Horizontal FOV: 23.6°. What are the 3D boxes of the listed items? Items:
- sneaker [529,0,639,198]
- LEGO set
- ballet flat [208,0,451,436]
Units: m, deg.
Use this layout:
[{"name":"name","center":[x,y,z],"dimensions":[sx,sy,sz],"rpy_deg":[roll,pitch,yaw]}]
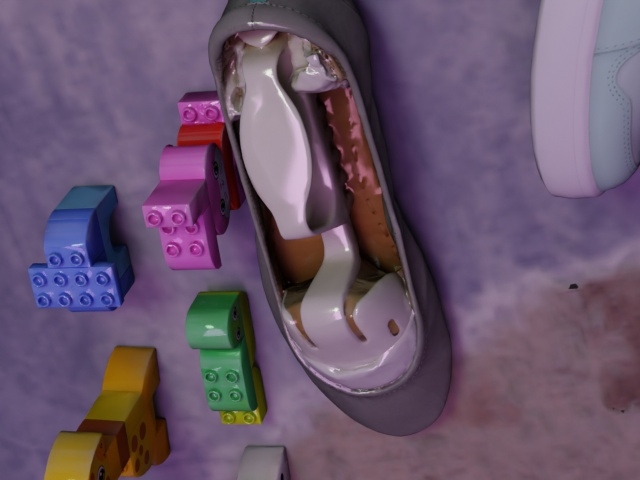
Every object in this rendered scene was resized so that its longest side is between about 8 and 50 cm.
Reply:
[{"name":"sneaker","center":[0.160,-0.109,0.482],"dimensions":[0.151,0.094,0.256],"rpy_deg":[20,118,10]},{"name":"LEGO set","center":[-0.072,0.063,0.635],"dimensions":[0.087,0.093,0.227],"rpy_deg":[-2,116,15]},{"name":"ballet flat","center":[0.000,0.000,0.599],"dimensions":[0.072,0.068,0.213],"rpy_deg":[-7,115,18]}]
